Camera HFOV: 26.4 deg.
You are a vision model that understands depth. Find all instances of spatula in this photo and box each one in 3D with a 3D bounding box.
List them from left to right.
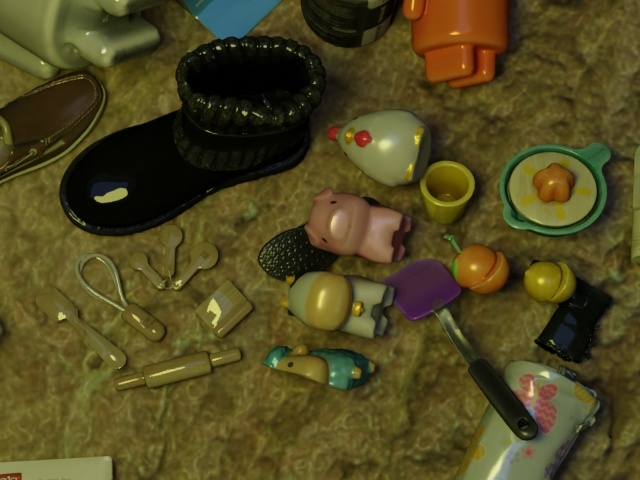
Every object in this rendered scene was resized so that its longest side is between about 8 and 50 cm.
[{"bbox_3d":[0.176,0.130,1.669,0.084,0.030,0.296,-30,58,-8],"label":"spatula"}]

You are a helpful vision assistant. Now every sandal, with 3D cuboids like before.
[{"bbox_3d":[0.000,0.000,1.744,0.179,0.040,0.067,-27,103,-20],"label":"sandal"}]

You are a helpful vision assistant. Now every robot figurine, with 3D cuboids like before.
[{"bbox_3d":[-0.352,-0.345,1.690,0.353,0.200,0.300,33,120,18],"label":"robot figurine"},{"bbox_3d":[0.178,-0.310,1.753,0.158,0.128,0.219,1,83,-6],"label":"robot figurine"}]

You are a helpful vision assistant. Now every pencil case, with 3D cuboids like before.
[{"bbox_3d":[0.235,0.280,1.665,0.124,0.113,0.273,29,80,-9],"label":"pencil case"}]

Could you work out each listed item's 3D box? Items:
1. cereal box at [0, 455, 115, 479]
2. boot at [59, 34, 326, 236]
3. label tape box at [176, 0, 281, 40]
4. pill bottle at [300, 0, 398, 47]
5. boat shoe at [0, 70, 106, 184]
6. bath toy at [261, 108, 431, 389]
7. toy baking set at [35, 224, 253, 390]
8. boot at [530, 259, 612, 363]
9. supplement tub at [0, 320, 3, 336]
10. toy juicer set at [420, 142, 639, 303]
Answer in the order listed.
[{"bbox_3d":[-0.332,0.381,1.632,0.173,0.047,0.240,-3,65,-3],"label":"cereal box"},{"bbox_3d":[-0.163,-0.127,1.645,0.348,0.260,0.131,-23,82,-6],"label":"boot"},{"bbox_3d":[-0.155,-0.454,1.781,0.334,0.106,0.240,44,82,6],"label":"label tape box"},{"bbox_3d":[0.041,-0.335,1.696,0.130,0.245,0.130,0,81,-2],"label":"pill bottle"},{"bbox_3d":[-0.383,-0.130,1.722,0.257,0.095,0.095,-37,84,-8],"label":"boat shoe"},{"bbox_3d":[0.033,0.000,1.673,0.129,0.151,0.348,15,89,17],"label":"bath toy"},{"bbox_3d":[-0.218,0.091,1.726,0.256,0.030,0.196,-18,79,-5],"label":"toy baking set"},{"bbox_3d":[0.303,0.092,1.736,0.121,0.045,0.099,29,82,1],"label":"boot"},{"bbox_3d":[-0.502,0.116,1.651,0.200,0.144,0.144,-38,84,-7],"label":"supplement tub"},{"bbox_3d":[0.301,-0.030,1.705,0.329,0.089,0.209,-11,60,-6],"label":"toy juicer set"}]
